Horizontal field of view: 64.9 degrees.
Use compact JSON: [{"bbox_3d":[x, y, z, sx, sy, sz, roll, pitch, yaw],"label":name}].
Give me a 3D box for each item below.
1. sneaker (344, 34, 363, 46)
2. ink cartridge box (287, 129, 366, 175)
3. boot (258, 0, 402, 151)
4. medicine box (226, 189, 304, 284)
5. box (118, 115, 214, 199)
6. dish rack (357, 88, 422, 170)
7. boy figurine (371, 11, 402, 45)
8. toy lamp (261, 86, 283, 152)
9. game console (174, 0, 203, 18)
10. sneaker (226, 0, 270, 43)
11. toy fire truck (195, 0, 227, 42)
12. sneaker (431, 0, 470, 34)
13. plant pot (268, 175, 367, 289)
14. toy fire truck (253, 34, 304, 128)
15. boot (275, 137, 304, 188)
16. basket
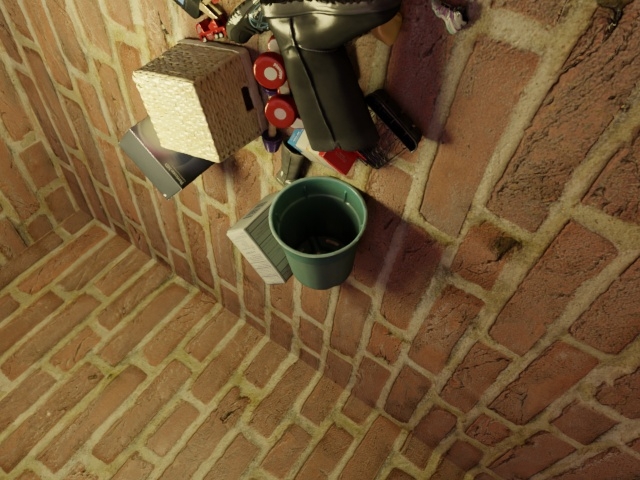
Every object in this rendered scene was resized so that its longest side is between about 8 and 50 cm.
[{"bbox_3d":[0.021,-0.611,1.298,0.235,0.095,0.090,50,148,-10],"label":"sneaker"},{"bbox_3d":[0.020,-0.286,1.604,0.231,0.078,0.134,31,180,43],"label":"ink cartridge box"},{"bbox_3d":[0.072,-0.412,1.272,0.366,0.146,0.445,16,144,33],"label":"boot"},{"bbox_3d":[-0.185,-0.009,2.069,0.149,0.263,0.289,-10,121,52],"label":"medicine box"},{"bbox_3d":[-0.583,-0.375,2.025,0.296,0.294,0.182,51,147,-15],"label":"box"},{"bbox_3d":[0.165,-0.315,1.517,0.208,0.074,0.271,47,148,-7],"label":"dish rack"},{"bbox_3d":[0.108,-0.608,1.212,0.177,0.092,0.285,-29,110,41],"label":"boy figurine"},{"bbox_3d":[-0.165,-0.420,1.740,0.080,0.080,0.275,31,143,16],"label":"toy lamp"},{"bbox_3d":[-0.503,-0.826,1.520,0.293,0.173,0.250,42,147,0],"label":"game console"},{"bbox_3d":[-0.158,-0.636,1.426,0.139,0.125,0.340,45,152,-16],"label":"sneaker"},{"bbox_3d":[-0.342,-0.713,1.594,0.192,0.047,0.135,7,137,41],"label":"toy fire truck"},{"bbox_3d":[0.305,-0.530,1.152,0.098,0.038,0.069,42,147,-19],"label":"sneaker"},{"bbox_3d":[0.000,0.000,1.856,0.341,0.341,0.334,28,153,20],"label":"plant pot"},{"bbox_3d":[-0.038,-0.471,1.483,0.253,0.169,0.302,0,131,18],"label":"toy fire truck"},{"bbox_3d":[-0.083,-0.257,1.862,0.189,0.076,0.209,36,141,5],"label":"boot"},{"bbox_3d":[-0.406,-0.480,1.745,0.331,0.266,0.329,19,140,29],"label":"basket"}]
